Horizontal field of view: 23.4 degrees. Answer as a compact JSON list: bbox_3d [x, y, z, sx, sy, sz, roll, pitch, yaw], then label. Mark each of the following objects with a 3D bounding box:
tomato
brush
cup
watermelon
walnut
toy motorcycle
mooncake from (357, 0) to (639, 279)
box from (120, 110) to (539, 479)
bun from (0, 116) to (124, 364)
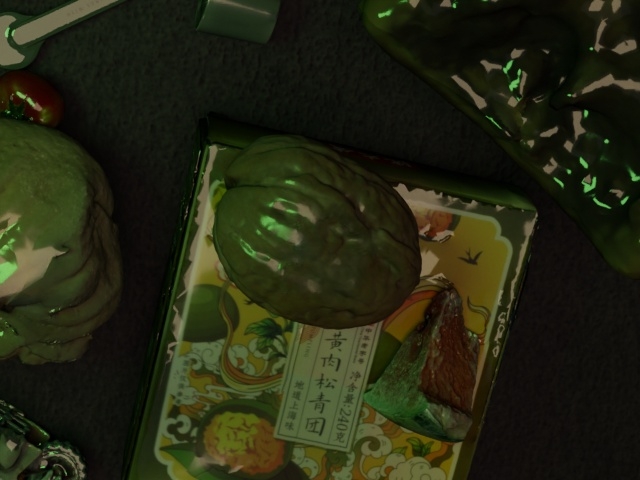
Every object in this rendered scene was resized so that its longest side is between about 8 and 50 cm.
[{"bbox_3d":[-0.313,-0.139,1.637,0.087,0.075,0.087,4,111,11],"label":"tomato"},{"bbox_3d":[-0.235,-0.256,1.644,0.266,0.027,0.062,-25,105,-2],"label":"brush"},{"bbox_3d":[-0.084,-0.260,1.633,0.077,0.078,0.100,14,72,-13],"label":"cup"},{"bbox_3d":[0.116,0.146,1.627,0.098,0.158,0.121,26,146,-27],"label":"watermelon"},{"bbox_3d":[0.001,-0.001,1.515,0.230,0.178,0.178,25,101,-22],"label":"walnut"},{"bbox_3d":[-0.377,0.240,1.721,0.229,0.094,0.130,34,101,-7],"label":"toy motorcycle"},{"bbox_3d":[0.236,-0.181,1.510,0.246,0.393,0.394,-49,137,7],"label":"mooncake"},{"bbox_3d":[0.004,0.106,1.697,0.372,0.138,0.420,13,104,-8],"label":"box"},{"bbox_3d":[-0.330,0.015,1.579,0.281,0.205,0.282,-3,131,-4],"label":"bun"}]
